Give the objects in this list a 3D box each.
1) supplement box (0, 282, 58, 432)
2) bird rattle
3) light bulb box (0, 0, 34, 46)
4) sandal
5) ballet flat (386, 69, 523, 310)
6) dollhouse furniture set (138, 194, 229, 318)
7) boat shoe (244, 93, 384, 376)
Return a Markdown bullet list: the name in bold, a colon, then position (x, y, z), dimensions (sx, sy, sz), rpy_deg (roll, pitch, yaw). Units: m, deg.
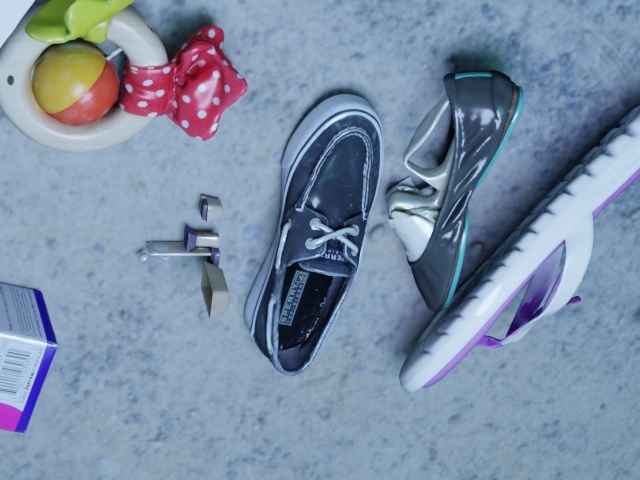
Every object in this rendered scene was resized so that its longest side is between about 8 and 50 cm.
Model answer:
- **supplement box**: position (-0.387, 0.100, 1.687), dimensions (0.220, 0.114, 0.111), rpy_deg (13, 113, -25)
- **bird rattle**: position (-0.205, -0.168, 1.624), dimensions (0.207, 0.143, 0.253), rpy_deg (-33, 136, 15)
- **light bulb box**: position (-0.302, -0.328, 1.292), dimensions (0.225, 0.358, 0.361), rpy_deg (39, 82, -31)
- **sandal**: position (0.245, 0.026, 1.812), dimensions (0.102, 0.169, 0.416), rpy_deg (42, 99, 0)
- **ballet flat**: position (0.124, -0.057, 1.784), dimensions (0.096, 0.095, 0.280), rpy_deg (12, 116, -9)
- **dollhouse furniture set**: position (-0.137, 0.019, 1.726), dimensions (0.081, 0.114, 0.091), rpy_deg (1, 119, -14)
- **boat shoe**: position (0.000, 0.000, 1.765), dimensions (0.108, 0.102, 0.301), rpy_deg (12, 113, -24)
